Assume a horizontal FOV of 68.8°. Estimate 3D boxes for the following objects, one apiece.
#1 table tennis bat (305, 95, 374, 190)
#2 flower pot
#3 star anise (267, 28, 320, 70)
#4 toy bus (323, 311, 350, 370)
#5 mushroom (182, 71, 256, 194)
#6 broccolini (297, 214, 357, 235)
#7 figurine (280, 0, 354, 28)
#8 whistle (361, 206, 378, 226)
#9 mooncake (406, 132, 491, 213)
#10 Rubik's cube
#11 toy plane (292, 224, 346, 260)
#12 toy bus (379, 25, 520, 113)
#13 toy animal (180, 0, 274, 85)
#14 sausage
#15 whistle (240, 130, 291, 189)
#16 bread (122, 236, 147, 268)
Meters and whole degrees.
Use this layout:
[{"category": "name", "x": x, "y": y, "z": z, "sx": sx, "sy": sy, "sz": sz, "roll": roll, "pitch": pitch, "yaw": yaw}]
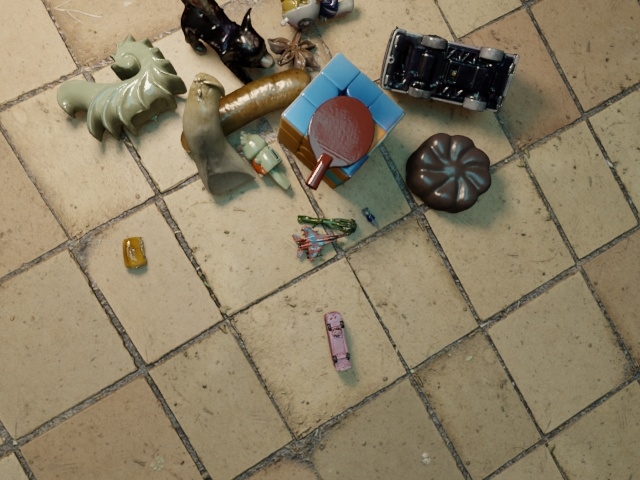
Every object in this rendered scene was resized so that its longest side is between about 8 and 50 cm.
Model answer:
[{"category": "table tennis bat", "x": 0.044, "y": -0.294, "z": 1.410, "sx": 0.200, "sy": 0.038, "sz": 0.310, "roll": 29, "pitch": 84, "yaw": -6}, {"category": "flower pot", "x": -0.651, "y": -0.488, "z": 1.551, "sx": 0.368, "sy": 0.164, "sz": 0.254, "roll": -41, "pitch": 88, "yaw": -8}, {"category": "star anise", "x": -0.088, "y": -0.662, "z": 1.664, "sx": 0.171, "sy": 0.063, "sz": 0.208, "roll": 52, "pitch": 53, "yaw": -6}, {"category": "toy bus", "x": 0.057, "y": 0.353, "z": 1.650, "sx": 0.063, "sy": 0.090, "sz": 0.203, "roll": -10, "pitch": 90, "yaw": -9}, {"category": "mushroom", "x": -0.348, "y": -0.335, "z": 1.498, "sx": 0.178, "sy": 0.397, "sz": 0.126, "roll": -22, "pitch": 46, "yaw": -7}, {"category": "broccolini", "x": 0.023, "y": -0.057, "z": 1.692, "sx": 0.216, "sy": 0.058, "sz": 0.067, "roll": 4, "pitch": 46, "yaw": -1}, {"category": "figurine", "x": -0.021, "y": -0.827, "z": 1.664, "sx": 0.274, "sy": 0.194, "sz": 0.133, "roll": -23, "pitch": 116, "yaw": -46}, {"category": "whistle", "x": 0.184, "y": -0.086, "z": 1.718, "sx": 0.033, "sy": 0.029, "sz": 0.083, "roll": -36, "pitch": 86, "yaw": -23}, {"category": "mooncake", "x": 0.470, "y": -0.246, "z": 1.704, "sx": 0.306, "sy": 0.154, "sz": 0.305, "roll": 0, "pitch": 89, "yaw": -5}, {"category": "Rubik's cube", "x": 0.056, "y": -0.385, "z": 1.579, "sx": 0.292, "sy": 0.291, "sz": 0.290, "roll": 41, "pitch": 83, "yaw": -5}, {"category": "toy plane", "x": -0.001, "y": 0.000, "z": 1.673, "sx": 0.189, "sy": 0.061, "sz": 0.130, "roll": -12, "pitch": 89, "yaw": -12}, {"category": "toy bus", "x": 0.429, "y": -0.610, "z": 1.659, "sx": 0.440, "sy": 0.249, "sz": 0.209, "roll": 9, "pitch": 116, "yaw": -7}, {"category": "toy animal", "x": -0.308, "y": -0.676, "z": 1.538, "sx": 0.344, "sy": 0.303, "sz": 0.194, "roll": 32, "pitch": 87, "yaw": -5}, {"category": "sausage", "x": -0.263, "y": -0.457, "z": 1.609, "sx": 0.501, "sy": 0.123, "sz": 0.136, "roll": -26, "pitch": 86, "yaw": 0}, {"category": "whistle", "x": -0.194, "y": -0.280, "z": 1.633, "sx": 0.253, "sy": 0.106, "sz": 0.101, "roll": 48, "pitch": 58, "yaw": -9}, {"category": "bread", "x": -0.634, "y": 0.042, "z": 1.587, "sx": 0.072, "sy": 0.053, "sz": 0.105, "roll": -9, "pitch": 84, "yaw": -12}]
